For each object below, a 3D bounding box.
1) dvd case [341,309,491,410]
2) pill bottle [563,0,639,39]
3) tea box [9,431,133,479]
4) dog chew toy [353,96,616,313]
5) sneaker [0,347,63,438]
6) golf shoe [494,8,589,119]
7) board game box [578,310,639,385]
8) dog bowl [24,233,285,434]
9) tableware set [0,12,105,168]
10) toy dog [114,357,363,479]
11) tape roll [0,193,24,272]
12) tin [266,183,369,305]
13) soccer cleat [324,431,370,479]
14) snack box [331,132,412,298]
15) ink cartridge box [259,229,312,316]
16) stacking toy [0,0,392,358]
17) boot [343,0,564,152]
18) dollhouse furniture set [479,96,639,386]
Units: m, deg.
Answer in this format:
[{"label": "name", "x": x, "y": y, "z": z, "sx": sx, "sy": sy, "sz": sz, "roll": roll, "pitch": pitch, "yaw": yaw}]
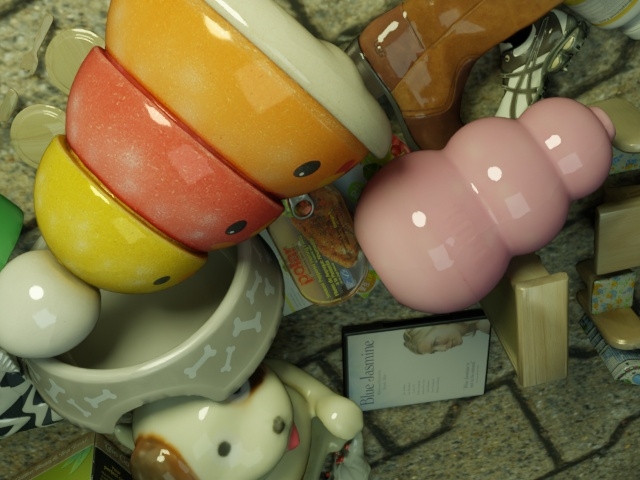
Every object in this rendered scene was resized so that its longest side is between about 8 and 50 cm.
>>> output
[{"label": "dvd case", "x": 0.162, "y": 0.205, "z": 1.356, "sx": 0.252, "sy": 0.022, "sz": 0.181, "roll": -6, "pitch": 123, "yaw": -6}, {"label": "pill bottle", "x": 0.350, "y": -0.328, "z": 0.999, "sx": 0.184, "sy": 0.103, "sz": 0.103, "roll": 25, "pitch": 115, "yaw": -24}, {"label": "tea box", "x": -0.355, "y": 0.557, "z": 1.309, "sx": 0.220, "sy": 0.324, "sz": 0.329, "roll": -31, "pitch": 121, "yaw": 9}, {"label": "dog chew toy", "x": 0.208, "y": -0.055, "z": 0.987, "sx": 0.331, "sy": 0.207, "sz": 0.207, "roll": -33, "pitch": 122, "yaw": 7}, {"label": "sneaker", "x": -0.502, "y": 0.216, "z": 1.202, "sx": 0.153, "sy": 0.094, "sz": 0.235, "roll": -27, "pitch": 133, "yaw": -2}, {"label": "golf shoe", "x": 0.269, "y": -0.225, "z": 1.081, "sx": 0.093, "sy": 0.077, "sz": 0.198, "roll": 32, "pitch": 120, "yaw": 2}, {"label": "board game box", "x": 0.553, "y": 0.195, "z": 1.315, "sx": 0.194, "sy": 0.194, "sz": 0.060, "roll": 15, "pitch": 119, "yaw": -19}, {"label": "dog bowl", "x": -0.224, "y": 0.064, "z": 1.012, "sx": 0.348, "sy": 0.349, "sz": 0.102, "roll": -16, "pitch": 141, "yaw": 0}, {"label": "tableware set", "x": -0.323, "y": -0.178, "z": 1.018, "sx": 0.128, "sy": 0.039, "sz": 0.194, "roll": 29, "pitch": 108, "yaw": -12}, {"label": "toy dog", "x": -0.127, "y": 0.272, "z": 1.149, "sx": 0.395, "sy": 0.285, "sz": 0.408, "roll": 21, "pitch": 158, "yaw": 13}, {"label": "tape roll", "x": -0.493, "y": 0.067, "z": 0.973, "sx": 0.321, "sy": 0.321, "sz": 0.077, "roll": -40, "pitch": 119, "yaw": 16}, {"label": "tin", "x": -0.006, "y": 0.000, "z": 1.044, "sx": 0.106, "sy": 0.040, "sz": 0.190, "roll": -31, "pitch": 120, "yaw": -11}, {"label": "soccer cleat", "x": 0.057, "y": 0.394, "z": 1.437, "sx": 0.076, "sy": 0.068, "sz": 0.196, "roll": -1, "pitch": 130, "yaw": -15}, {"label": "snack box", "x": 0.054, "y": -0.049, "z": 1.110, "sx": 0.174, "sy": 0.070, "sz": 0.207, "roll": 34, "pitch": 97, "yaw": -32}, {"label": "ink cartridge box", "x": 0.000, "y": 0.000, "z": 1.179, "sx": 0.235, "sy": 0.056, "sz": 0.171, "roll": -23, "pitch": 123, "yaw": 7}, {"label": "stacking toy", "x": -0.187, "y": -0.061, "z": 0.882, "sx": 0.350, "sy": 0.350, "sz": 0.480, "roll": 38, "pitch": 97, "yaw": -28}, {"label": "boot", "x": 0.201, "y": -0.235, "z": 1.015, "sx": 0.264, "sy": 0.096, "sz": 0.280, "roll": 42, "pitch": 122, "yaw": -16}, {"label": "dollhouse furniture set", "x": 0.428, "y": 0.018, "z": 1.143, "sx": 0.393, "sy": 0.256, "sz": 0.362, "roll": -12, "pitch": 124, "yaw": -2}]
